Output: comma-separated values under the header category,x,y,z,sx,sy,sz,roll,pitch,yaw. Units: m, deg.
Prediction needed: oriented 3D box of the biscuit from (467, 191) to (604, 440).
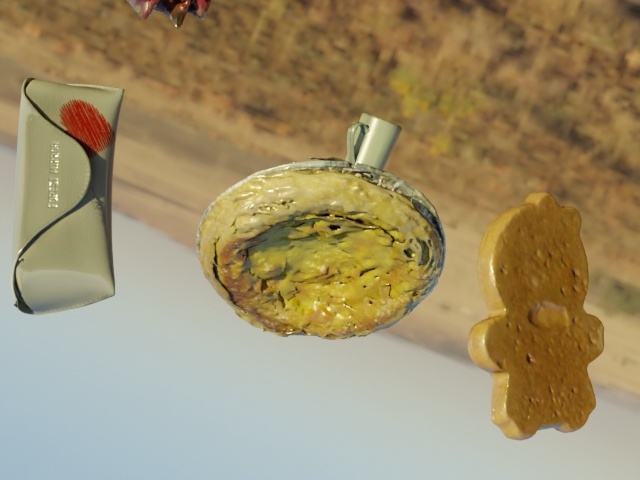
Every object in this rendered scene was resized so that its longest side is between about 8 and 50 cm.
category,x,y,z,sx,sy,sz,roll,pitch,yaw
biscuit,0.160,0.060,1.193,0.133,0.184,0.027,-16,-176,-36

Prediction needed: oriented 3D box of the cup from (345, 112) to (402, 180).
category,x,y,z,sx,sy,sz,roll,pitch,yaw
cup,0.061,-0.115,1.985,0.055,0.083,0.075,22,179,12

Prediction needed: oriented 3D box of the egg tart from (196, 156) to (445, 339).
category,x,y,z,sx,sy,sz,roll,pitch,yaw
egg tart,0.000,0.000,1.457,0.234,0.094,0.234,1,138,1

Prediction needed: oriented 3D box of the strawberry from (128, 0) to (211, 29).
category,x,y,z,sx,sy,sz,roll,pitch,yaw
strawberry,-0.162,-0.408,1.590,0.292,0.343,0.292,9,-161,-3

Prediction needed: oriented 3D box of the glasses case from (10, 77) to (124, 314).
category,x,y,z,sx,sy,sz,roll,pitch,yaw
glasses case,-0.314,-0.065,1.949,0.128,0.308,0.083,-2,164,8
